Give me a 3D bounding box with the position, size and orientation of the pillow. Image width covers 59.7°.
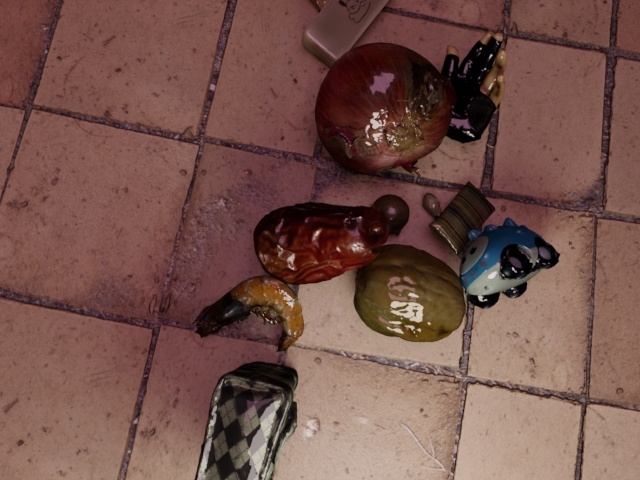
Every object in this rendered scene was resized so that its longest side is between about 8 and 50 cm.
[{"bbox_3d":[0.383,-0.063,1.486,0.113,0.038,0.203,46,63,-3],"label":"pillow"}]

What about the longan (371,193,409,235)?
[{"bbox_3d":[0.183,-0.066,1.471,0.113,0.092,0.113,0,82,-3],"label":"longan"}]

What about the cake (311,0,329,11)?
[{"bbox_3d":[-0.025,-0.750,1.579,0.079,0.116,0.185,-34,79,-10],"label":"cake"}]

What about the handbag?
[{"bbox_3d":[-0.147,0.435,1.207,0.180,0.416,0.317,11,83,3],"label":"handbag"}]

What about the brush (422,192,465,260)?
[{"bbox_3d":[0.360,0.001,1.503,0.039,0.042,0.299,-29,87,-26],"label":"brush"}]

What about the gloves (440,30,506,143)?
[{"bbox_3d":[0.406,-0.425,1.517,0.197,0.152,0.301,24,104,-5],"label":"gloves"}]

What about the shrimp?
[{"bbox_3d":[-0.172,0.207,1.396,0.290,0.054,0.222,-26,114,18],"label":"shrimp"}]

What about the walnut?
[{"bbox_3d":[0.217,0.129,1.374,0.282,0.227,0.283,11,46,-12],"label":"walnut"}]

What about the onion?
[{"bbox_3d":[0.160,-0.318,1.407,0.353,0.353,0.354,1,80,-3],"label":"onion"}]

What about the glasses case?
[{"bbox_3d":[0.086,-0.643,1.572,0.131,0.070,0.313,38,79,-9],"label":"glasses case"}]

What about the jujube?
[{"bbox_3d":[0.000,0.000,1.340,0.342,0.216,0.216,-12,78,34],"label":"jujube"}]

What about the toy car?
[{"bbox_3d":[0.454,0.043,1.410,0.255,0.188,0.190,-15,62,-34],"label":"toy car"}]
